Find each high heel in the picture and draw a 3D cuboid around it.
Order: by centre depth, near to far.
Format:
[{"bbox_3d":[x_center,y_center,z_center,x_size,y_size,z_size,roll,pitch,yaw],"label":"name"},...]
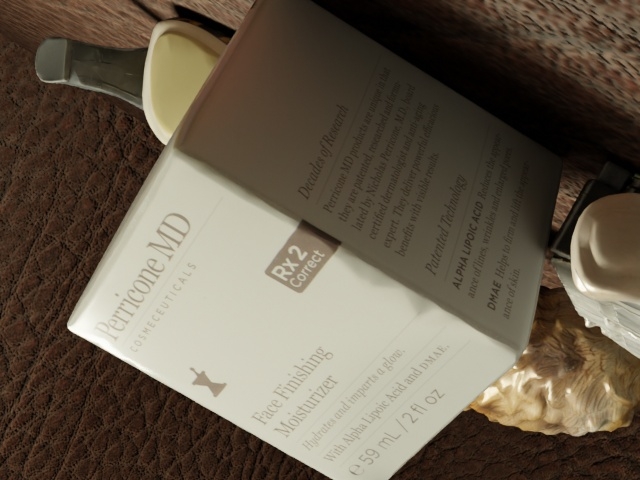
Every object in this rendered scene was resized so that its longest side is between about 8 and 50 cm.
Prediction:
[{"bbox_3d":[-0.067,-0.112,0.983,0.261,0.093,0.186,18,-171,37],"label":"high heel"}]

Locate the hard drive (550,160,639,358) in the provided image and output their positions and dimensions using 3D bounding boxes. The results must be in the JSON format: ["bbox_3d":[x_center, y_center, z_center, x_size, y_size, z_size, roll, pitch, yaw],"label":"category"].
[{"bbox_3d":[0.286,0.084,0.655,0.339,0.064,0.237,31,178,19],"label":"hard drive"}]

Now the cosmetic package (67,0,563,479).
[{"bbox_3d":[0.000,0.000,0.654,0.184,0.151,0.151,30,-137,-8],"label":"cosmetic package"}]

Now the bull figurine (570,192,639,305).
[{"bbox_3d":[0.193,0.036,0.270,0.310,0.101,0.188,30,176,26],"label":"bull figurine"}]

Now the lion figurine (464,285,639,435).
[{"bbox_3d":[0.076,0.018,0.997,0.392,0.142,0.240,34,171,6],"label":"lion figurine"}]
